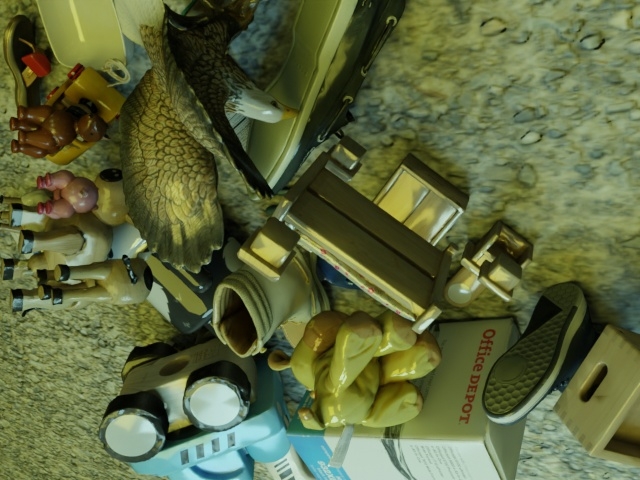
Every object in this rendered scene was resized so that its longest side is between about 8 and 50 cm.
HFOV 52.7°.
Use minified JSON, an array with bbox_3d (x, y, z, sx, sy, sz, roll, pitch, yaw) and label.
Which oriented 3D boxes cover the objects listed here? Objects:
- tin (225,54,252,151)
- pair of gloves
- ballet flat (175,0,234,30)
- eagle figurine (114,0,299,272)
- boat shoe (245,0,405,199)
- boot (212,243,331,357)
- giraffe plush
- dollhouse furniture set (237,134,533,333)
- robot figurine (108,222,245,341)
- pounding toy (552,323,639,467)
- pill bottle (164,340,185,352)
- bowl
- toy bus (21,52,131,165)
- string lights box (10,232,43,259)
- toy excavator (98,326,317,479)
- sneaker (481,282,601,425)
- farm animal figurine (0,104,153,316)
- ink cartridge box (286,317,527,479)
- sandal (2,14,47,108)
[{"bbox_3d":[-0.136,-0.190,0.932,0.190,0.040,0.106,49,135,-11],"label":"tin"},{"bbox_3d":[0.000,0.000,1.002,0.159,0.023,0.198,-13,116,34],"label":"pair of gloves"},{"bbox_3d":[-0.101,-0.310,0.797,0.073,0.080,0.232,46,132,-8],"label":"ballet flat"},{"bbox_3d":[-0.134,-0.149,0.714,0.225,0.298,0.226,-1,147,19],"label":"eagle figurine"},{"bbox_3d":[0.000,-0.182,0.816,0.127,0.113,0.340,61,137,42],"label":"boat shoe"},{"bbox_3d":[-0.069,0.113,0.972,0.095,0.203,0.262,12,129,22],"label":"boot"},{"bbox_3d":[0.029,0.166,0.866,0.181,0.210,0.170,37,179,-32],"label":"giraffe plush"},{"bbox_3d":[0.074,0.057,0.764,0.303,0.355,0.174,36,123,0],"label":"dollhouse furniture set"},{"bbox_3d":[-0.220,0.040,1.049,0.278,0.173,0.209,46,132,-9],"label":"robot figurine"},{"bbox_3d":[0.412,0.170,0.754,0.206,0.094,0.181,18,109,-20],"label":"pounding toy"},{"bbox_3d":[-0.259,0.309,1.302,0.215,0.117,0.117,39,132,-2],"label":"pill bottle"},{"bbox_3d":[-0.331,-0.322,0.932,0.142,0.053,0.142,10,127,24],"label":"bowl"},{"bbox_3d":[-0.371,-0.183,0.976,0.191,0.104,0.202,18,150,14],"label":"toy bus"},{"bbox_3d":[-0.449,-0.002,1.209,0.259,0.077,0.133,-8,117,32],"label":"string lights box"},{"bbox_3d":[-0.110,0.366,1.169,0.433,0.222,0.445,-20,111,2],"label":"toy excavator"},{"bbox_3d":[0.308,0.189,0.840,0.086,0.226,0.163,0,128,53],"label":"sneaker"},{"bbox_3d":[-0.317,-0.006,0.878,0.327,0.172,0.330,-51,52,40],"label":"farm animal figurine"},{"bbox_3d":[0.138,0.243,0.963,0.307,0.223,0.129,-9,122,33],"label":"ink cartridge box"},{"bbox_3d":[-0.460,-0.273,1.031,0.049,0.072,0.180,12,131,1],"label":"sandal"}]
